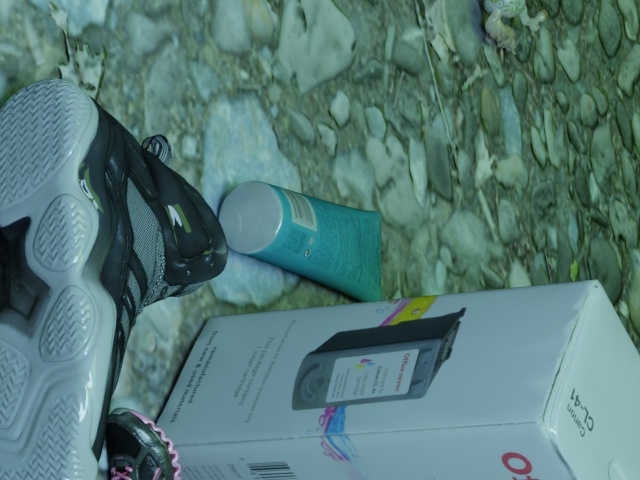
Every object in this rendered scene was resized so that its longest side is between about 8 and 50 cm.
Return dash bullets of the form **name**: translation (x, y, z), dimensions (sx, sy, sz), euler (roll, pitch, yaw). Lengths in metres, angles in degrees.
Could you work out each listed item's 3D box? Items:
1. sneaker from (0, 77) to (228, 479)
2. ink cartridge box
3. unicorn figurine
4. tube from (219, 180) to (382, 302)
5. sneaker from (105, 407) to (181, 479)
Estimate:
- **sneaker**: translation (-0.128, 0.043, 1.193), dimensions (0.153, 0.101, 0.268), euler (17, 67, -51)
- **ink cartridge box**: translation (0.075, 0.153, 1.293), dimensions (0.226, 0.306, 0.131), euler (56, 41, -34)
- **unicorn figurine**: translation (0.169, -0.254, 1.740), dimensions (0.111, 0.060, 0.162), euler (7, 77, -56)
- **tube**: translation (0.000, 0.000, 1.451), dimensions (0.207, 0.052, 0.080), euler (19, 72, -59)
- **sneaker**: translation (-0.117, 0.166, 1.246), dimensions (0.057, 0.047, 0.119), euler (-30, 108, -42)
